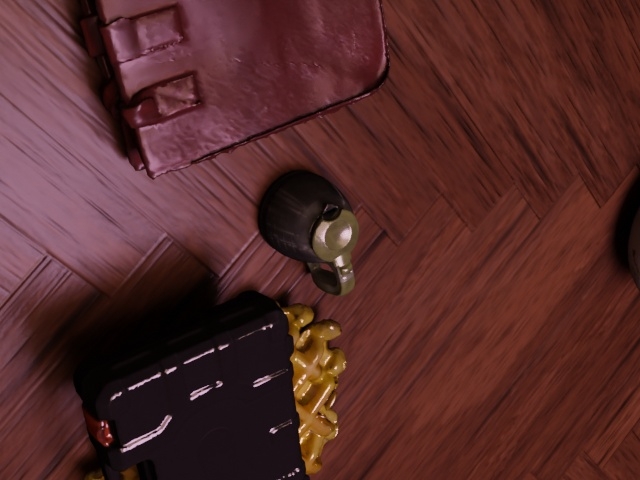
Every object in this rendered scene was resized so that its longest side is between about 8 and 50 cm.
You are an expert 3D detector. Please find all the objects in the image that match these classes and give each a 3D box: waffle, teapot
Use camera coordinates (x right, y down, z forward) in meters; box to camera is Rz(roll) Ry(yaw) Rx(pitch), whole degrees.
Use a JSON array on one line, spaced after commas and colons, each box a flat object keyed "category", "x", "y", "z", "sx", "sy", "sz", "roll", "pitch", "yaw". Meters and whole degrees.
[{"category": "waffle", "x": -0.100, "y": 0.208, "z": 0.977, "sx": 0.307, "sy": 0.060, "sz": 0.311, "roll": -1, "pitch": 110, "yaw": -37}, {"category": "teapot", "x": 0.005, "y": -0.007, "z": 0.938, "sx": 0.092, "sy": 0.091, "sz": 0.124, "roll": -50, "pitch": 128, "yaw": -5}]

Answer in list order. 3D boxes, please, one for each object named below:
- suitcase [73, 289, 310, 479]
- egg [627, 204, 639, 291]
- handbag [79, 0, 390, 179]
[{"category": "suitcase", "x": -0.113, "y": 0.205, "z": 0.885, "sx": 0.206, "sy": 0.066, "sz": 0.285, "roll": -23, "pitch": 123, "yaw": -27}, {"category": "egg", "x": 0.529, "y": -0.018, "z": 1.244, "sx": 0.183, "sy": 0.183, "sz": 0.264, "roll": 26, "pitch": 86, "yaw": -39}, {"category": "handbag", "x": -0.077, "y": -0.215, "z": 0.799, "sx": 0.276, "sy": 0.084, "sz": 0.260, "roll": -27, "pitch": 123, "yaw": -23}]
